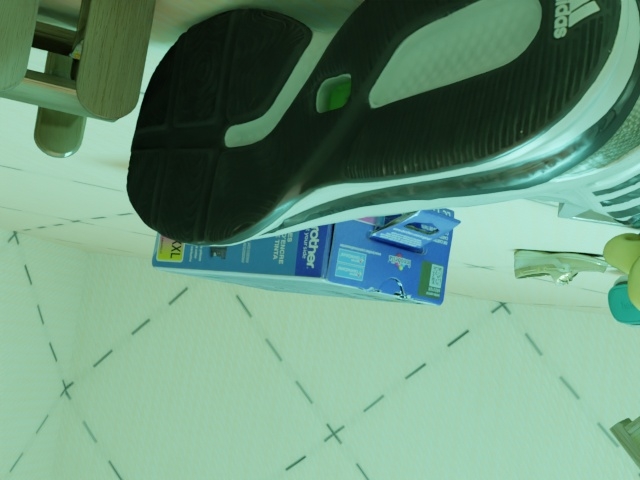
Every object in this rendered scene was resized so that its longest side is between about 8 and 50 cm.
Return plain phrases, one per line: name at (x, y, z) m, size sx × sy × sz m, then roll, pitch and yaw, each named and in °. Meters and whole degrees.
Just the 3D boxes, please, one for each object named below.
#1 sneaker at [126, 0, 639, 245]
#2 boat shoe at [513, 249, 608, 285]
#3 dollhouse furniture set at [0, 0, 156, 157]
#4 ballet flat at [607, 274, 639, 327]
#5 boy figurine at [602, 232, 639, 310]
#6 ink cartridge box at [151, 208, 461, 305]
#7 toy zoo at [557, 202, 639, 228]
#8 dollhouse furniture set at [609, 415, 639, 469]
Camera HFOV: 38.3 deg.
sneaker at (0.065, -0.056, 0.639) m, size 0.257 × 0.169 × 0.447 m, roll 16°, pitch 168°, yaw -40°
boat shoe at (0.425, 0.052, 1.637) m, size 0.170 × 0.059 × 0.063 m, roll 3°, pitch 172°, yaw 36°
dollhouse furniture set at (-0.264, -0.102, 0.670) m, size 0.242 × 0.161 × 0.212 m, roll 11°, pitch 173°, yaw -25°
ballet flat at (0.665, 0.104, 1.619) m, size 0.139 × 0.139 × 0.400 m, roll 10°, pitch 177°, yaw -15°
boy figurine at (0.435, 0.039, 1.131) m, size 0.177 × 0.092 × 0.285 m, roll 17°, pitch -170°, yaw 17°
ink cartridge box at (0.000, 0.000, 1.294) m, size 0.395 × 0.151 × 0.270 m, roll 4°, pitch 173°, yaw 41°
toy zoo at (0.390, -0.037, 1.023) m, size 0.293 × 0.030 × 0.192 m, roll 8°, pitch 174°, yaw -2°
dollhouse furniture set at (0.581, 0.232, 1.226) m, size 0.256 × 0.362 × 0.394 m, roll -42°, pitch 158°, yaw 20°
